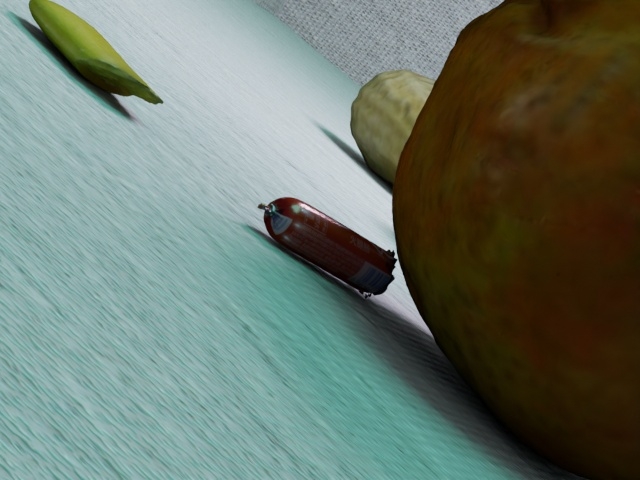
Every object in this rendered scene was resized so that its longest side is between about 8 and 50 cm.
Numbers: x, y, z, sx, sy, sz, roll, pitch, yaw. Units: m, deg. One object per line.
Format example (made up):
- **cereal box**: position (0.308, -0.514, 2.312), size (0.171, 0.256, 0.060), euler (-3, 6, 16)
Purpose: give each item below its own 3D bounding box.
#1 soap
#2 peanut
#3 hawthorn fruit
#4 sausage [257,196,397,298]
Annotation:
- **soap**: position (-0.197, -0.160, 1.608), size (0.089, 0.033, 0.168), euler (29, 12, -42)
- **peanut**: position (0.160, -0.116, 2.616), size (0.340, 0.158, 0.174), euler (52, -14, 47)
- **hawthorn fruit**: position (0.273, -0.034, 1.521), size (0.472, 0.472, 0.472), euler (37, 7, -6)
- **sausage**: position (0.000, 0.000, 1.542), size (0.145, 0.048, 0.050), euler (30, 5, -37)
